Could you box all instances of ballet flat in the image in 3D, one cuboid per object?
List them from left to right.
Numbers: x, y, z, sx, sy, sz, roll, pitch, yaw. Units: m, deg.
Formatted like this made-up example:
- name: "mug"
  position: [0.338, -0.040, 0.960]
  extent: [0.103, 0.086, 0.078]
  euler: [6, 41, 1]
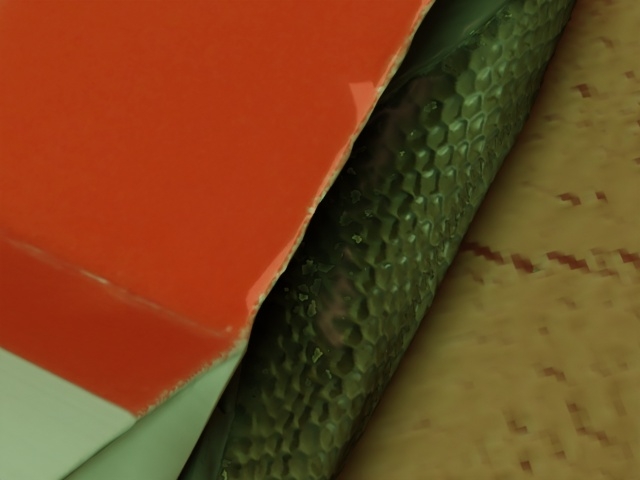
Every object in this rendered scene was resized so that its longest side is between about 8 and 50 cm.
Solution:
- name: "ballet flat"
  position: [0.000, 0.000, 0.417]
  extent: [0.084, 0.058, 0.250]
  euler: [1, 51, 35]

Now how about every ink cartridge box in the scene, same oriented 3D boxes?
- name: "ink cartridge box"
  position: [-0.178, -0.004, 0.353]
  extent: [0.308, 0.091, 0.385]
  euler: [24, 74, 23]
